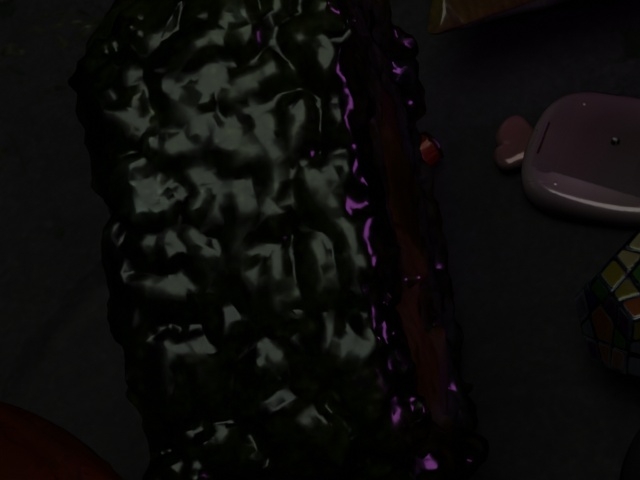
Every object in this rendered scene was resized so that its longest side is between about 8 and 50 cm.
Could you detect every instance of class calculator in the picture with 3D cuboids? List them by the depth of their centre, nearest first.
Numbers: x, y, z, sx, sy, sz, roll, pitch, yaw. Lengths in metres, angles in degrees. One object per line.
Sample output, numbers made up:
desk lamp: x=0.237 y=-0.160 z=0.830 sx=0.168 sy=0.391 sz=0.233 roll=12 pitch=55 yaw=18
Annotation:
calculator: x=0.198 y=-0.058 z=1.321 sx=0.166 sy=0.024 sz=0.103 roll=11 pitch=63 yaw=22

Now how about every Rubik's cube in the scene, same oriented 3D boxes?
Rubik's cube: x=0.217 y=0.043 z=1.208 sx=0.093 sy=0.111 sz=0.111 roll=43 pitch=76 yaw=5

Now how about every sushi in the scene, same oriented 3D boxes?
sushi: x=-0.015 y=0.000 z=1.178 sx=0.178 sy=0.294 sz=0.352 roll=-11 pitch=81 yaw=14

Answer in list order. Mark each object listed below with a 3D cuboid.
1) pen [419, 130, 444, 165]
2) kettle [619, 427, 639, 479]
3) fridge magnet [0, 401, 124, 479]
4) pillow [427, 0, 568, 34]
pen: x=0.000 y=0.000 z=1.345 sx=0.218 sy=0.026 sz=0.026 roll=-40 pitch=56 yaw=-10
kettle: x=0.275 y=0.154 z=1.102 sx=0.232 sy=0.144 sz=0.202 roll=-38 pitch=46 yaw=-17
fridge magnet: x=-0.243 y=0.260 z=1.069 sx=0.363 sy=0.155 sz=0.364 roll=-11 pitch=60 yaw=19
pillow: x=0.210 y=-0.298 z=1.413 sx=0.310 sy=0.119 sz=0.312 roll=-12 pitch=54 yaw=6
